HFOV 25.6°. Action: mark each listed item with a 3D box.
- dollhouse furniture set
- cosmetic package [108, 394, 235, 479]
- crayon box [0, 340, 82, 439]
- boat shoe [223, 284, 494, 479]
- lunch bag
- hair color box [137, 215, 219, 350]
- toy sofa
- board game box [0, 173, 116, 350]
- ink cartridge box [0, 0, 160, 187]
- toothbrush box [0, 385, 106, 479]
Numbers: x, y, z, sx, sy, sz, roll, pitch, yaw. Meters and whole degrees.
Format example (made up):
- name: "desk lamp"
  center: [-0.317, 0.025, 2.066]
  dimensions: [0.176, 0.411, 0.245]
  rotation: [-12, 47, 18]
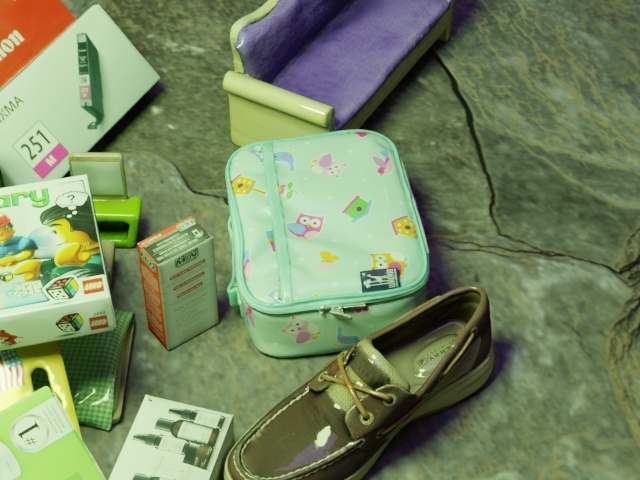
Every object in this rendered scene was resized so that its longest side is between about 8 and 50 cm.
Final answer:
- name: "dollhouse furniture set"
  center: [-0.305, 0.039, 1.529]
  dimensions: [0.197, 0.151, 0.301]
  rotation: [1, 46, 0]
- name: "cosmetic package"
  center: [-0.165, 0.267, 1.378]
  dimensions: [0.099, 0.060, 0.239]
  rotation: [10, 47, 10]
- name: "crayon box"
  center: [-0.396, 0.206, 1.378]
  dimensions: [0.318, 0.081, 0.202]
  rotation: [-12, 67, -12]
- name: "boat shoe"
  center: [0.045, 0.150, 1.449]
  dimensions: [0.342, 0.123, 0.123]
  rotation: [-27, 52, -24]
- name: "lunch bag"
  center: [0.000, 0.000, 1.602]
  dimensions: [0.224, 0.108, 0.279]
  rotation: [-5, 47, -6]
- name: "hair color box"
  center: [-0.153, 0.048, 1.531]
  dimensions: [0.072, 0.141, 0.043]
  rotation: [-28, 53, -26]
- name: "toy sofa"
  center: [0.035, -0.261, 1.808]
  dimensions: [0.150, 0.177, 0.362]
  rotation: [23, 49, 20]
- name: "board game box"
  center: [-0.370, 0.035, 1.414]
  dimensions: [0.305, 0.053, 0.193]
  rotation: [-10, 44, -10]
- name: "ink cartridge box"
  center: [-0.360, -0.207, 1.732]
  dimensions: [0.239, 0.060, 0.275]
  rotation: [50, 51, -16]
- name: "toothbrush box"
  center: [-0.305, 0.284, 1.172]
  dimensions: [0.283, 0.122, 0.206]
  rotation: [-31, 88, -28]
